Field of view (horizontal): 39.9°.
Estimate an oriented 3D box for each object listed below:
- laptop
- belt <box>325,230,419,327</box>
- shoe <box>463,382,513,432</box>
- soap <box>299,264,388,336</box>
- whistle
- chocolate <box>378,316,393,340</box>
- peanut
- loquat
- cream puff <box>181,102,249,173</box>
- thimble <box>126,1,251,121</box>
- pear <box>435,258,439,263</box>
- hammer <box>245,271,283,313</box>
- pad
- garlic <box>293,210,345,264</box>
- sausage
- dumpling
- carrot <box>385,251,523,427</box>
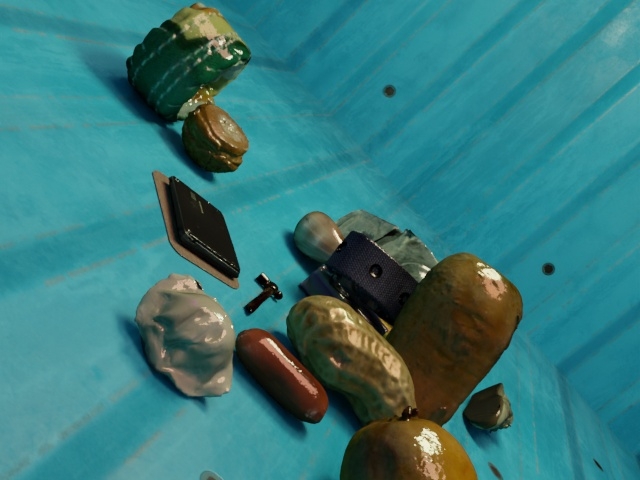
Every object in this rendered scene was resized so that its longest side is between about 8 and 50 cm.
[{"bbox_3d":[-0.218,-0.028,1.656,0.154,0.026,0.207,37,18,-33],"label":"laptop"},{"bbox_3d":[0.112,0.092,1.860,0.230,0.126,0.139,42,-11,-24],"label":"belt"},{"bbox_3d":[0.433,0.435,2.208,0.098,0.103,0.275,63,18,3],"label":"shoe"},{"bbox_3d":[0.052,0.146,1.916,0.203,0.065,0.122,50,16,9],"label":"soap"},{"bbox_3d":[0.148,0.048,2.143,0.405,0.168,0.188,49,-11,30],"label":"whistle"},{"bbox_3d":[0.197,0.250,2.046,0.219,0.085,0.086,40,17,-23],"label":"chocolate"},{"bbox_3d":[0.065,0.233,1.602,0.325,0.140,0.153,51,31,-3],"label":"peanut"},{"bbox_3d":[0.133,0.377,1.321,0.238,0.193,0.238,29,45,-35],"label":"loquat"},{"bbox_3d":[-0.237,-0.217,1.927,0.150,0.115,0.165,13,46,-54],"label":"cream puff"},{"bbox_3d":[-0.291,-0.387,1.949,0.167,0.254,0.288,51,-4,-1],"label":"thimble"},{"bbox_3d":[0.319,0.205,2.326,0.282,0.176,0.286,48,16,-7],"label":"pear"},{"bbox_3d":[-0.115,0.106,1.646,0.065,0.021,0.178,48,17,0],"label":"hammer"},{"bbox_3d":[-0.236,-0.024,1.657,0.176,0.002,0.266,37,18,-38],"label":"pad"},{"bbox_3d":[-0.001,-0.004,2.093,0.266,0.128,0.149,-117,-165,-73],"label":"garlic"},{"bbox_3d":[-0.062,0.216,1.408,0.194,0.077,0.077,45,15,-4],"label":"sausage"},{"bbox_3d":[-0.186,0.135,1.223,0.127,0.108,0.188,-18,83,-49],"label":"dumpling"},{"bbox_3d":[0.248,0.199,1.767,0.224,0.341,0.224,39,-1,1],"label":"carrot"}]
